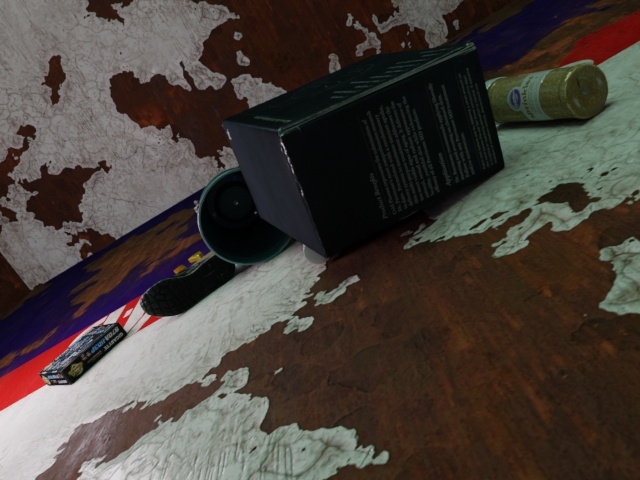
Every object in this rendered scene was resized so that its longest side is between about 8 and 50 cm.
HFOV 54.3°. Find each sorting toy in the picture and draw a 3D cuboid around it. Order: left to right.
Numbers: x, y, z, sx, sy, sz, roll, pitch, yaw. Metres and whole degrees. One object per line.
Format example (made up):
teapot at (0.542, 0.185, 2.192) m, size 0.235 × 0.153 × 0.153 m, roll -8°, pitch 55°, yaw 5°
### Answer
sorting toy at (-0.371, 0.076, 2.025) m, size 0.229 × 0.041 × 0.307 m, roll -42°, pitch 19°, yaw -19°

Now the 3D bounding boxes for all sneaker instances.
sneaker at (-0.380, 0.130, 1.791) m, size 0.283 × 0.107 × 0.124 m, roll -27°, pitch 9°, yaw -17°

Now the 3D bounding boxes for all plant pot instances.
plant pot at (-0.227, -0.093, 1.803) m, size 0.271 × 0.272 × 0.255 m, roll -33°, pitch 20°, yaw -6°

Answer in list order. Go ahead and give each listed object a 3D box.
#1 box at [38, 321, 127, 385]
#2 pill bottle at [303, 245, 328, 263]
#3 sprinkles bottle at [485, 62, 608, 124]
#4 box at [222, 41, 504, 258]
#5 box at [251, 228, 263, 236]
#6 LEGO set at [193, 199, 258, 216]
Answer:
box at (-0.697, 0.332, 1.834) m, size 0.175 × 0.051 × 0.220 m, roll -15°, pitch 23°, yaw 45°
pill bottle at (0.000, 0.000, 1.498) m, size 0.078 × 0.078 × 0.137 m, roll -27°, pitch 17°, yaw 17°
sprinkles bottle at (0.516, -0.345, 1.496) m, size 0.121 × 0.121 × 0.355 m, roll -35°, pitch 17°, yaw -11°
box at (0.078, -0.233, 1.477) m, size 0.471 × 0.297 × 0.480 m, roll -25°, pitch 20°, yaw -15°
box at (-0.127, -0.069, 1.985) m, size 0.233 × 0.044 × 0.159 m, roll -32°, pitch 16°, yaw -2°
LEGO set at (-0.281, -0.140, 2.162) m, size 0.331 × 0.192 × 0.255 m, roll -24°, pitch 18°, yaw 22°
